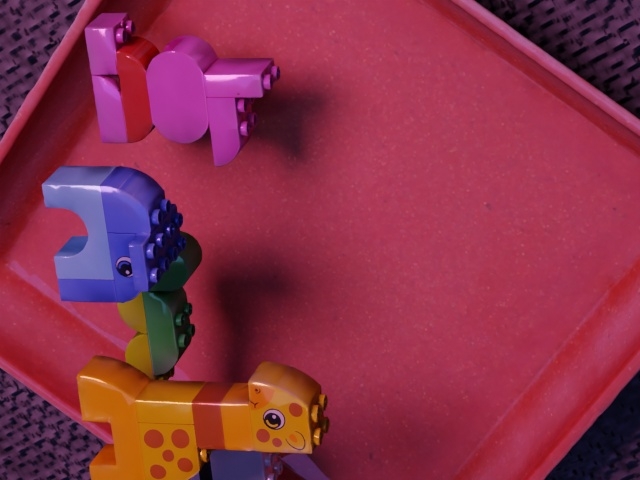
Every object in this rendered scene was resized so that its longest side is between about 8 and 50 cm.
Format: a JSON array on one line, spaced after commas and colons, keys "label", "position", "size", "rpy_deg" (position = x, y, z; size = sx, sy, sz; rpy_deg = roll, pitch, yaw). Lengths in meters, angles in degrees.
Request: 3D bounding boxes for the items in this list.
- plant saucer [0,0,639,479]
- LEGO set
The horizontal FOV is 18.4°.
[{"label": "plant saucer", "position": [0.000, 0.000, 0.802], "size": [0.259, 0.048, 0.258], "rpy_deg": [35, 118, -2]}, {"label": "LEGO set", "position": [-0.040, 0.035, 0.754], "size": [0.093, 0.087, 0.227], "rpy_deg": [1, 114, 16]}]
